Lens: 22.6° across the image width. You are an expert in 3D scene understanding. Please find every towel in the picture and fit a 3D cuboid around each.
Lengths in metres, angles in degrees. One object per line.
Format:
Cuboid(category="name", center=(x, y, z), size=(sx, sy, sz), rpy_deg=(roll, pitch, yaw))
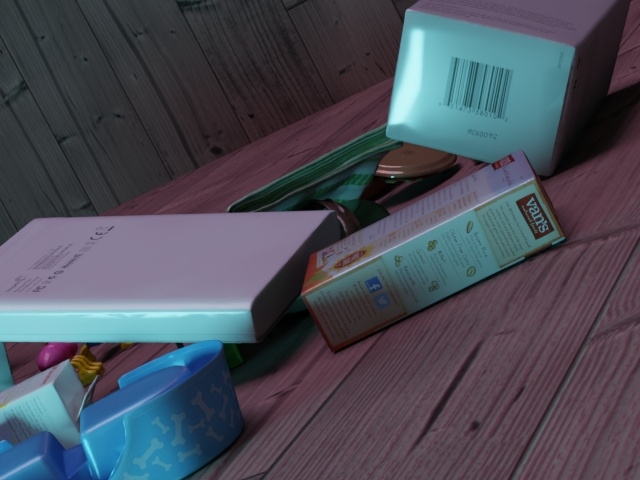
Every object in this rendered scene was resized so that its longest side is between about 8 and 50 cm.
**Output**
Cuboid(category="towel", center=(-0.037, -0.029, 1.888), size=(0.248, 0.038, 0.325), rpy_deg=(-28, -8, -22))

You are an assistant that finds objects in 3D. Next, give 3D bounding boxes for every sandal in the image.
Cuboid(category="sandal", center=(0.001, 0.000, 1.738), size=(0.120, 0.086, 0.303), rpy_deg=(-24, 9, 19))

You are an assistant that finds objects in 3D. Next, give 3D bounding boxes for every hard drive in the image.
Cuboid(category="hard drive", center=(-0.183, 0.034, 1.611), size=(0.353, 0.047, 0.233), rpy_deg=(-2, 23, 23))

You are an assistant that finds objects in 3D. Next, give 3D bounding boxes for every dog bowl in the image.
Cuboid(category="dog bowl", center=(-0.196, 0.184, 1.316), size=(0.297, 0.074, 0.166), rpy_deg=(-28, 9, -5))

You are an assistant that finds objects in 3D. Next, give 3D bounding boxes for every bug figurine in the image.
Cuboid(category="bug figurine", center=(-0.361, 0.161, 1.957), size=(0.279, 0.072, 0.216), rpy_deg=(-27, 9, 3))

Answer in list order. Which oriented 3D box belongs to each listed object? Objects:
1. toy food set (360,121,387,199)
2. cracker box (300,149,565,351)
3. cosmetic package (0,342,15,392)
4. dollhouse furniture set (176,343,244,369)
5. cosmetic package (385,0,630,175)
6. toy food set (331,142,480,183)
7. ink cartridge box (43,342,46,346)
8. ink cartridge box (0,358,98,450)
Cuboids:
Cuboid(category="toy food set", center=(0.069, -0.091, 2.172), size=(0.218, 0.071, 0.128), rpy_deg=(-31, -15, -36))
Cuboid(category="cracker box", center=(0.101, 0.006, 1.466), size=(0.232, 0.067, 0.155), rpy_deg=(-27, 9, 9))
Cuboid(category="cosmetic package", center=(-0.483, 0.144, 1.768), size=(0.217, 0.156, 0.385), rpy_deg=(-19, 21, -24))
Cuboid(category="dollhouse furniture set", center=(-0.109, 0.092, 1.631), size=(0.076, 0.058, 0.151), rpy_deg=(-27, 9, 2))
Cuboid(category="cosmetic package", center=(0.225, -0.214, 1.837), size=(0.197, 0.155, 0.365), rpy_deg=(15, 22, 16))
Cuboid(category="toy food set", center=(0.112, -0.095, 2.039), size=(0.192, 0.038, 0.132), rpy_deg=(-6, 21, 1))
Cuboid(category="ink cartridge box", center=(-0.364, 0.076, 2.328), size=(0.063, 0.109, 0.150), rpy_deg=(-24, 9, 28))
Cuboid(category="ink cartridge box", center=(-0.266, 0.181, 1.491), size=(0.143, 0.090, 0.092), rpy_deg=(-26, 9, 5))
